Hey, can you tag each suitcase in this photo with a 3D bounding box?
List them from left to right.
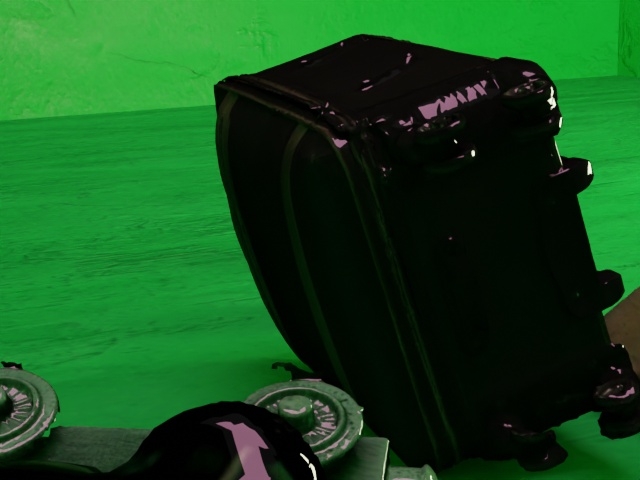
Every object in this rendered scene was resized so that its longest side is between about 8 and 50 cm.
[{"bbox_3d":[0.058,-0.001,1.148,0.194,0.283,0.434,-22,17,-10],"label":"suitcase"}]

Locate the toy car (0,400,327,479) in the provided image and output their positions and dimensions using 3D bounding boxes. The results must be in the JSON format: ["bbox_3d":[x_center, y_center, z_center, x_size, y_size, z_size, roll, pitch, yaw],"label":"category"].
[{"bbox_3d":[-0.117,0.168,0.582,0.359,0.176,0.213,0,10,23],"label":"toy car"}]

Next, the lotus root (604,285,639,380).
[{"bbox_3d":[0.273,0.075,1.121,0.143,0.070,0.144,-43,32,3],"label":"lotus root"}]

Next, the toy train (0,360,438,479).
[{"bbox_3d":[-0.092,0.165,0.785,0.308,0.126,0.189,1,44,7],"label":"toy train"}]
